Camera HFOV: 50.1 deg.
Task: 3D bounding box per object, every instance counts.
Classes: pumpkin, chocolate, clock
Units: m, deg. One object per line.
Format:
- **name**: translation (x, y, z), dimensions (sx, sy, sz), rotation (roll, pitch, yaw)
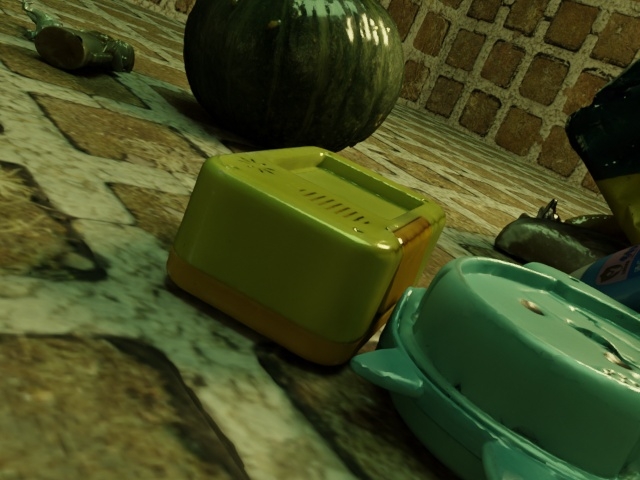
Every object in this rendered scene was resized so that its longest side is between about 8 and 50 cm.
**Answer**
- **pumpkin**: translation (-0.045, -0.268, 1.005), dimensions (0.291, 0.257, 0.327), rotation (-3, 35, -32)
- **chocolate**: translation (0.383, 0.026, 0.969), dimensions (0.254, 0.080, 0.157), rotation (32, 18, 27)
- **clock**: translation (0.000, 0.000, 0.493), dimensions (0.143, 0.096, 0.202), rotation (30, 18, 15)
- **clock**: translation (0.151, 0.088, 0.419), dimensions (0.274, 0.094, 0.223), rotation (7, 21, -47)

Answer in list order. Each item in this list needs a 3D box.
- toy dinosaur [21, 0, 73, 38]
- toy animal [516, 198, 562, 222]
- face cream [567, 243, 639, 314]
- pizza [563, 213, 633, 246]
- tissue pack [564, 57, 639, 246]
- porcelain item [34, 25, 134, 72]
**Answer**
- **toy dinosaur**: translation (-0.430, -0.336, 1.075), dimensions (0.082, 0.039, 0.209), rotation (9, 32, -50)
- **toy animal**: translation (0.432, -0.003, 1.163), dimensions (0.202, 0.070, 0.105), rotation (26, -9, 16)
- **face cream**: translation (0.295, 0.037, 0.571), dimensions (0.149, 0.264, 0.083), rotation (-22, 84, -38)
- **pizza**: translation (0.502, 0.032, 1.055), dimensions (0.271, 0.056, 0.134), rotation (32, 60, 11)
- **tissue pack**: translation (0.541, -0.047, 0.863), dimensions (0.264, 0.253, 0.416), rotation (11, 48, -40)
- **porcelain item**: translation (-0.330, -0.280, 1.015), dimensions (0.084, 0.054, 0.213), rotation (26, 15, 3)
